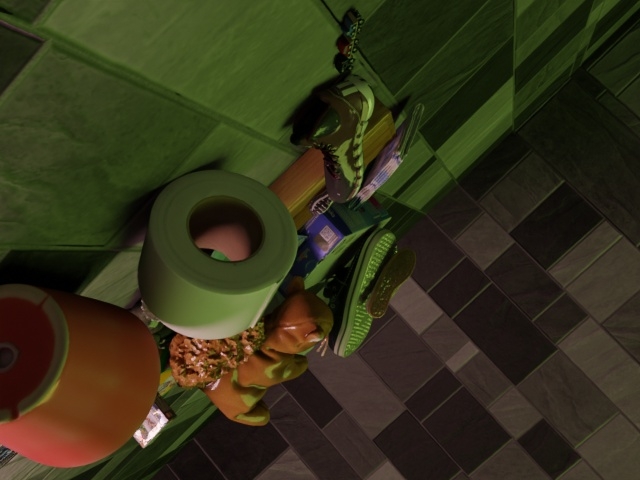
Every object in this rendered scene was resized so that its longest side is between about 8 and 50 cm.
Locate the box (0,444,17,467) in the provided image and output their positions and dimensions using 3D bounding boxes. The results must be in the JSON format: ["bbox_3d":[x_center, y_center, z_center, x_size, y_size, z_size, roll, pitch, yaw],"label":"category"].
[{"bbox_3d":[-0.698,0.424,1.277,0.295,0.073,0.293,-41,168,-4],"label":"box"}]

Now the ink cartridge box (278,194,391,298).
[{"bbox_3d":[0.000,0.000,1.849,0.270,0.151,0.395,-48,169,27],"label":"ink cartridge box"}]

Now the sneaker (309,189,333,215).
[{"bbox_3d":[0.019,-0.096,1.489,0.109,0.040,0.044,-45,170,12],"label":"sneaker"}]

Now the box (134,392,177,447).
[{"bbox_3d":[-0.450,0.384,1.607,0.114,0.207,0.036,-47,168,20],"label":"box"}]

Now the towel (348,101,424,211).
[{"bbox_3d":[0.166,-0.212,1.714,0.285,0.034,0.209,-48,-165,55],"label":"towel"}]

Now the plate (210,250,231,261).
[{"bbox_3d":[-0.225,0.061,1.488,0.188,0.024,0.188,-63,176,-8],"label":"plate"}]

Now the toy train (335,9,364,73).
[{"bbox_3d":[0.046,-0.333,1.128,0.036,0.027,0.158,-28,165,-14],"label":"toy train"}]

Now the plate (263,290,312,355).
[{"bbox_3d":[-0.168,0.264,1.960,0.278,0.277,0.045,-39,144,21],"label":"plate"}]

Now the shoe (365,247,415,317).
[{"bbox_3d":[0.191,0.113,1.869,0.219,0.077,0.058,-58,-165,-1],"label":"shoe"}]

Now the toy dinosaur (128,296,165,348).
[{"bbox_3d":[-0.371,0.176,1.435,0.313,0.121,0.160,-42,157,21],"label":"toy dinosaur"}]

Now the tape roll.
[{"bbox_3d":[-0.178,0.024,1.133,0.246,0.246,0.169,-34,165,-36],"label":"tape roll"}]

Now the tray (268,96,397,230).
[{"bbox_3d":[-0.001,-0.145,1.528,0.411,0.076,0.203,-42,168,4],"label":"tray"}]

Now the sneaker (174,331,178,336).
[{"bbox_3d":[-0.341,0.225,1.805,0.118,0.042,0.067,-48,164,14],"label":"sneaker"}]

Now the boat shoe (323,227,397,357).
[{"bbox_3d":[0.093,0.148,1.985,0.187,0.156,0.500,-30,149,-38],"label":"boat shoe"}]

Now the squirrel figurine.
[{"bbox_3d":[-0.164,0.252,1.678,0.371,0.280,0.397,-34,143,25],"label":"squirrel figurine"}]

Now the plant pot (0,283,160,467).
[{"bbox_3d":[-0.409,0.192,0.993,0.275,0.275,0.243,-41,159,-9],"label":"plant pot"}]

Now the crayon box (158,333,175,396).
[{"bbox_3d":[-0.466,0.380,1.848,0.165,0.081,0.278,-27,161,-53],"label":"crayon box"}]

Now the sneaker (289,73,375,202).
[{"bbox_3d":[0.004,-0.181,1.301,0.163,0.106,0.281,-23,135,-34],"label":"sneaker"}]
